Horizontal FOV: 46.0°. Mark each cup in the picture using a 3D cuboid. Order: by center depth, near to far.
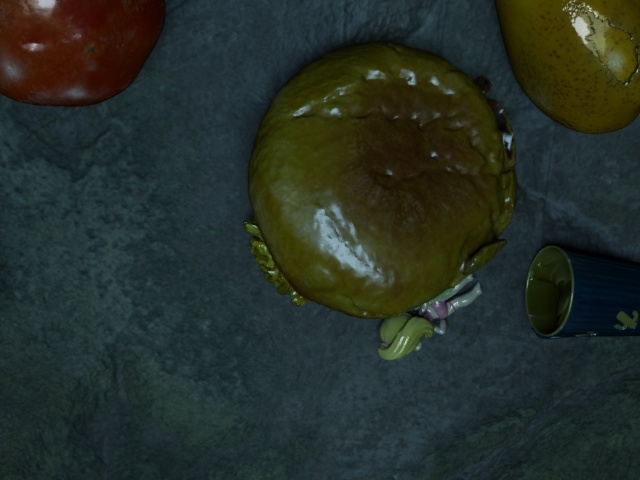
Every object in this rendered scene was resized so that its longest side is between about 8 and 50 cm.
[{"bbox_3d":[0.393,0.091,1.112,0.155,0.131,0.176,5,144,-11],"label":"cup"}]

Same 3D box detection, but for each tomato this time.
[{"bbox_3d":[-0.288,-0.251,0.833,0.231,0.188,0.232,-19,126,-27],"label":"tomato"}]

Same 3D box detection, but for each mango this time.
[{"bbox_3d":[0.306,-0.255,0.904,0.159,0.191,0.290,-36,108,4],"label":"mango"}]

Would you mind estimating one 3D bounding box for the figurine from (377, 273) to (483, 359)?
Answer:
[{"bbox_3d":[0.160,0.111,1.122,0.187,0.083,0.083,-33,114,0],"label":"figurine"}]

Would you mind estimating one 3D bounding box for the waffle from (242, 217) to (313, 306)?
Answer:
[{"bbox_3d":[0.000,0.000,1.057,0.193,0.070,0.197,-31,116,9],"label":"waffle"}]

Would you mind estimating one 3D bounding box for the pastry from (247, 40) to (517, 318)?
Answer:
[{"bbox_3d":[0.080,-0.074,0.925,0.355,0.164,0.356,1,85,-18],"label":"pastry"}]
